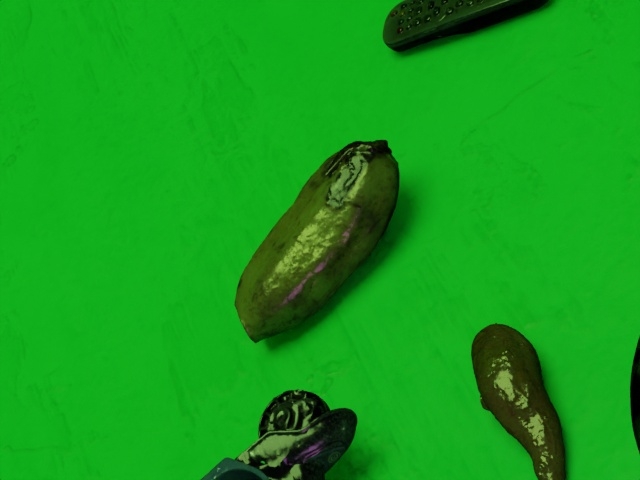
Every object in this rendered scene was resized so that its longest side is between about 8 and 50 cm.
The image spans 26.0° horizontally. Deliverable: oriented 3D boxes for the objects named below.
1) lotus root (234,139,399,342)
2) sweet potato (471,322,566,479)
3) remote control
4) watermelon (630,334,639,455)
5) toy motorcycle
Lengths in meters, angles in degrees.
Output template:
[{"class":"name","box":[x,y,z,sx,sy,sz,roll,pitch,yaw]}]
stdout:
[{"class":"lotus root","box":[0.000,0.000,1.506,0.258,0.097,0.110,-50,34,5]},{"class":"sweet potato","box":[0.179,0.145,1.266,0.068,0.068,0.226,-32,43,14]},{"class":"remote control","box":[0.171,-0.275,1.629,0.222,0.042,0.072,-13,50,32]},{"class":"watermelon","box":[0.358,0.119,1.007,0.269,0.269,0.269,-21,46,24]},{"class":"toy motorcycle","box":[-0.080,0.306,1.307,0.358,0.125,0.212,-44,49,4]}]
